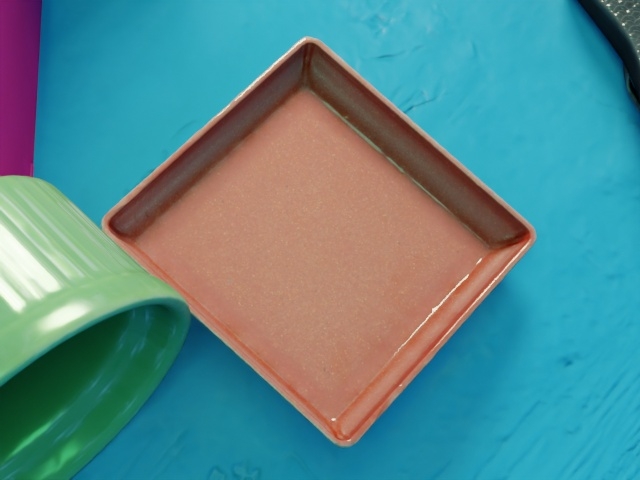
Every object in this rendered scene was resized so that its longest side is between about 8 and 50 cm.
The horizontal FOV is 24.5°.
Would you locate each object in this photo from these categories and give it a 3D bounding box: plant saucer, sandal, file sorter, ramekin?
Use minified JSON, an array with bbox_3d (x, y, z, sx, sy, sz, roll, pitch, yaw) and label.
[{"bbox_3d":[0.000,0.000,1.181,0.259,0.048,0.258,42,64,6],"label":"plant saucer"},{"bbox_3d":[0.293,-0.152,1.247,0.097,0.054,0.254,-20,70,-12],"label":"sandal"},{"bbox_3d":[-0.323,-0.178,1.118,0.182,0.202,0.291,0,78,2],"label":"file sorter"},{"bbox_3d":[-0.255,0.094,1.067,0.303,0.303,0.148,-42,75,-8],"label":"ramekin"}]
